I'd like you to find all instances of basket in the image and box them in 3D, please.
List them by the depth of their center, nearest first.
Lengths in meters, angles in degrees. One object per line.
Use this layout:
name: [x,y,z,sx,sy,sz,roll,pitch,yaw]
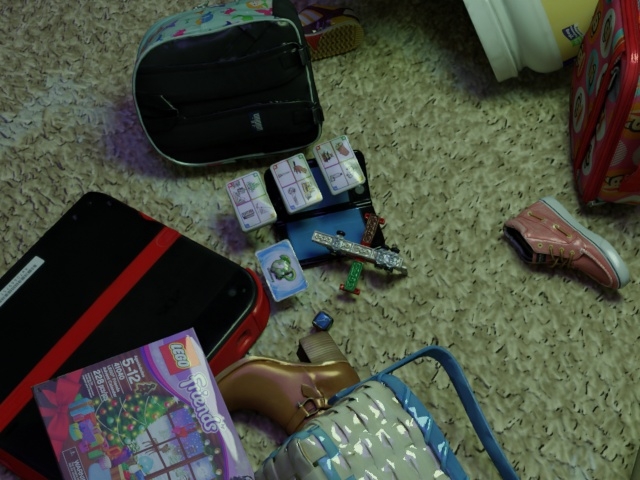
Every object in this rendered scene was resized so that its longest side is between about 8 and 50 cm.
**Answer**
basket: [0.090,0.260,1.203,0.289,0.201,0.254,-16,68,-33]

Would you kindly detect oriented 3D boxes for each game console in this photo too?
game console: [-0.291,0.130,1.424,0.342,0.060,0.386,26,59,25]
game console: [0.005,-0.045,1.509,0.144,0.124,0.085,-13,23,-6]

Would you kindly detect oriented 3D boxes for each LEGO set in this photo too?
LEGO set: [0.000,0.000,1.479,0.183,0.060,0.244,-23,71,-4]

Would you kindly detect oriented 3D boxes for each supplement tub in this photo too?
supplement tub: [0.373,-0.391,1.603,0.331,0.241,0.241,-24,53,12]

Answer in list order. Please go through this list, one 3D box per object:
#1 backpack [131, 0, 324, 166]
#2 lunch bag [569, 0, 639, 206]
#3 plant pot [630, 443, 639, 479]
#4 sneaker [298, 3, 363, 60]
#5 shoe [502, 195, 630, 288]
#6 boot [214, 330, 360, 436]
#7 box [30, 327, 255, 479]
backpack: [-0.140,-0.228,1.571,0.254,0.225,0.191,-14,32,-1]
lunch bag: [0.414,-0.185,1.459,0.120,0.293,0.258,4,54,1]
plant pot: [0.454,0.240,1.193,0.257,0.256,0.274,32,77,24]
sneaker: [-0.030,-0.328,1.736,0.186,0.069,0.083,-9,45,-11]
shoe: [0.323,0.017,1.459,0.081,0.063,0.178,-29,52,-15]
boot: [-0.040,0.209,1.336,0.197,0.073,0.152,-24,62,-7]
box: [-0.186,0.268,1.252,0.201,0.057,0.293,-20,70,-17]
